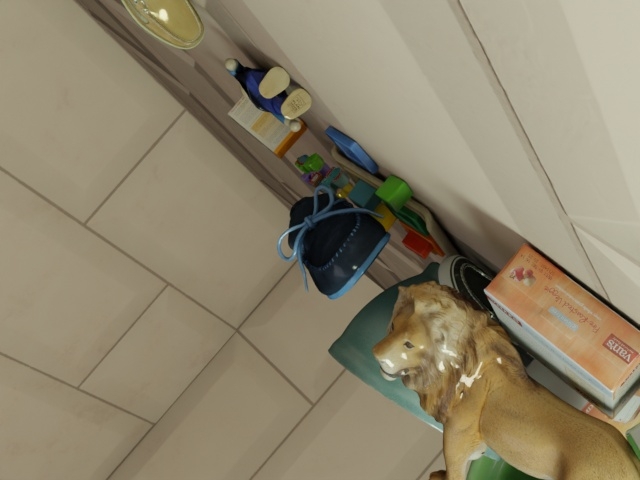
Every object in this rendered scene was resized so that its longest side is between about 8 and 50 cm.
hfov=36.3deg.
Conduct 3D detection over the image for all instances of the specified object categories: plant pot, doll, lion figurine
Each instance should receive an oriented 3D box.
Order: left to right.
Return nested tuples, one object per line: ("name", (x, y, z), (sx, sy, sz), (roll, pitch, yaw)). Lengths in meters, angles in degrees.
("doll", (-0.067, -0.186, 1.235), (0.129, 0.046, 0.189), (43, 177, -22))
("plant pot", (0.186, 0.155, 1.415), (0.293, 0.196, 0.293), (32, 180, 0))
("lion figurine", (0.227, 0.210, 1.043), (0.392, 0.142, 0.240), (27, 128, 30))

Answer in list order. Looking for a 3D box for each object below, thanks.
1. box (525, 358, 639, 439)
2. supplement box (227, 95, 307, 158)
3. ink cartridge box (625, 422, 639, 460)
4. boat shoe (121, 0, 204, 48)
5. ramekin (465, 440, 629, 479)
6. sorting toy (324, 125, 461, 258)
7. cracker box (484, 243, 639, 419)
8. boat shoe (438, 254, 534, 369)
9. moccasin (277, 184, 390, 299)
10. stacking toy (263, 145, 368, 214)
("box", (0.318, 0.202, 1.203), (0.091, 0.130, 0.170), (40, 178, 41))
("supplement box", (-0.077, -0.173, 1.419), (0.098, 0.062, 0.036), (41, 179, 13))
("ink cartridge box", (0.411, 0.271, 0.956), (0.219, 0.092, 0.160), (42, -162, -37))
("boat shoe", (-0.209, -0.304, 1.163), (0.190, 0.068, 0.072), (42, 166, -20))
("ramekin", (0.363, 0.360, 1.384), (0.148, 0.303, 0.303), (38, 179, -25))
("sorting toy", (0.102, -0.033, 1.342), (0.196, 0.047, 0.348), (39, 177, 32))
("cracker box", (0.262, 0.102, 1.021), (0.156, 0.067, 0.232), (41, 179, 23))
("boat shoe", (0.244, 0.096, 1.276), (0.219, 0.078, 0.070), (45, 142, -16))
("moccasin", (0.000, 0.000, 1.338), (0.117, 0.137, 0.342), (43, 174, -8))
("stacking toy", (0.010, -0.100, 1.519), (0.167, 0.052, 0.221), (40, 179, -27))
